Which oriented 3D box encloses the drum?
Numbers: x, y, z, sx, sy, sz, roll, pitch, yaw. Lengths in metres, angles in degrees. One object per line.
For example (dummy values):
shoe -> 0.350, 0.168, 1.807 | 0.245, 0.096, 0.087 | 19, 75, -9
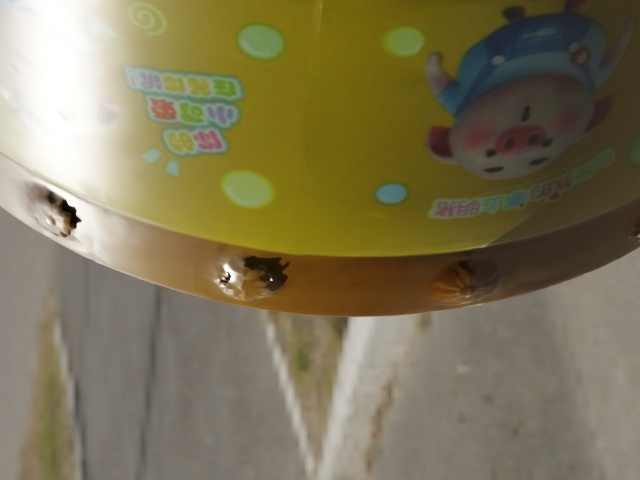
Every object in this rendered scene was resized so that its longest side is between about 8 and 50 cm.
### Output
drum -> 0.009, -0.188, 0.780 | 0.214, 0.431, 0.431 | 91, 170, -48
